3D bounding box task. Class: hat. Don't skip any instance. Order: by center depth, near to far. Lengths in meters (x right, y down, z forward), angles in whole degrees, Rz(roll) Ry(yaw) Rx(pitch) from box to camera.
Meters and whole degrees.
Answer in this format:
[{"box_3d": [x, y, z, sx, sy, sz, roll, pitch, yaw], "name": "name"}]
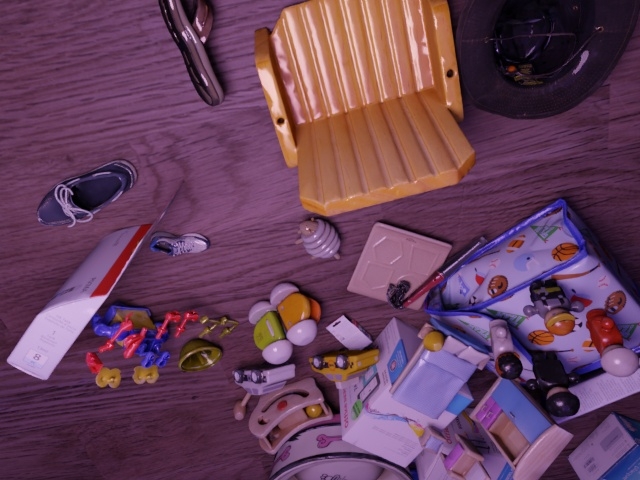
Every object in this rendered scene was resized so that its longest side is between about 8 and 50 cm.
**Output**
[{"box_3d": [0.389, -0.392, 0.851, 0.332, 0.133, 0.331, 3, 135, 3], "name": "hat"}]

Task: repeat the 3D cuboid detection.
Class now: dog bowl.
[{"box_3d": [0.050, 0.643, 1.318, 0.409, 0.150, 0.407, -1, 127, -1], "name": "dog bowl"}]

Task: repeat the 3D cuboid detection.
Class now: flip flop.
[{"box_3d": [-0.230, -0.391, 0.872, 0.080, 0.112, 0.277, -28, 113, -16], "name": "flip flop"}]

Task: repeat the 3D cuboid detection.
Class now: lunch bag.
[{"box_3d": [0.482, 0.160, 1.075, 0.328, 0.238, 0.385, 42, 124, -19], "name": "lunch bag"}]

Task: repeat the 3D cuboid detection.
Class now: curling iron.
[{"box_3d": [0.265, 0.077, 1.093, 0.274, 0.035, 0.068, -36, 114, 20], "name": "curling iron"}]

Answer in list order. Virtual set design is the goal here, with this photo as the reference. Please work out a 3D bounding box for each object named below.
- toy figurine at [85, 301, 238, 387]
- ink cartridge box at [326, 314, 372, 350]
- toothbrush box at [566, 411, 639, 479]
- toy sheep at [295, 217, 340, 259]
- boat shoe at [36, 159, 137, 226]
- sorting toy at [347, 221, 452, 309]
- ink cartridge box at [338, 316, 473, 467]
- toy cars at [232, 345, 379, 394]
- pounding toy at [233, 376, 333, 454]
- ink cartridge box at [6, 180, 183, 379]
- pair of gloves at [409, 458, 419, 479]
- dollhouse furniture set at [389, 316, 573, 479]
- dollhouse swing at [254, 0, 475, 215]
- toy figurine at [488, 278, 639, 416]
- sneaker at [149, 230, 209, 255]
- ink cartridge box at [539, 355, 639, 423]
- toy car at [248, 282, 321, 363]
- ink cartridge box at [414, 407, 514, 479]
[{"box_3d": [-0.410, 0.200, 1.144, 0.363, 0.217, 0.191, 15, 106, -56], "name": "toy figurine"}, {"box_3d": [0.074, 0.236, 1.215, 0.063, 0.029, 0.115, -39, 109, 18], "name": "ink cartridge box"}, {"box_3d": [0.926, 0.656, 1.373, 0.296, 0.126, 0.216, 23, 114, -13], "name": "toothbrush box"}, {"box_3d": [0.000, 0.000, 1.070, 0.091, 0.091, 0.132, -38, 124, 17], "name": "toy sheep"}, {"box_3d": [-0.516, -0.091, 1.022, 0.255, 0.079, 0.095, -20, 115, 9], "name": "boat shoe"}, {"box_3d": [0.185, 0.063, 1.130, 0.193, 0.038, 0.208, 17, 119, -8], "name": "sorting toy"}, {"box_3d": [0.200, 0.382, 1.193, 0.197, 0.198, 0.270, 29, 112, -14], "name": "ink cartridge box"}, {"box_3d": [-0.040, 0.332, 1.163, 0.394, 0.176, 0.087, -12, 82, 10], "name": "toy cars"}, {"box_3d": [-0.118, 0.443, 1.246, 0.270, 0.154, 0.154, -21, 115, 9], "name": "pounding toy"}, {"box_3d": [-0.446, 0.049, 0.965, 0.091, 0.308, 0.385, 35, 111, -17], "name": "ink cartridge box"}, {"box_3d": [0.288, 0.692, 1.444, 0.159, 0.023, 0.198, 16, 116, -8], "name": "pair of gloves"}, {"box_3d": [0.278, 0.362, 0.964, 0.304, 0.198, 0.286, 30, 99, -14], "name": "dollhouse furniture set"}, {"box_3d": [0.072, -0.263, 0.819, 0.347, 0.305, 0.315, -13, 116, 7], "name": "dollhouse swing"}, {"box_3d": [0.440, 0.204, 0.886, 0.210, 0.148, 0.213, 33, 120, -11], "name": "toy figurine"}, {"box_3d": [-0.326, 0.015, 1.088, 0.135, 0.058, 0.052, 2, 116, -2], "name": "sneaker"}, {"box_3d": [0.631, 0.379, 1.161, 0.330, 0.071, 0.324, -27, 156, 12], "name": "ink cartridge box"}, {"box_3d": [-0.076, 0.204, 1.151, 0.182, 0.159, 0.136, -41, 146, 17], "name": "toy car"}, {"box_3d": [0.395, 0.579, 1.305, 0.233, 0.171, 0.168, 13, 115, -7], "name": "ink cartridge box"}]
